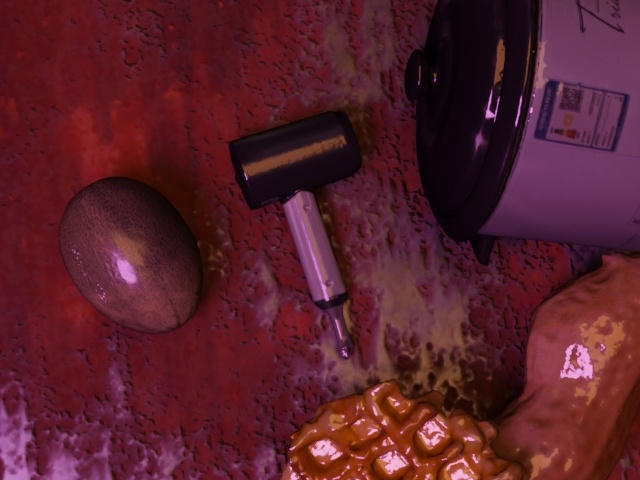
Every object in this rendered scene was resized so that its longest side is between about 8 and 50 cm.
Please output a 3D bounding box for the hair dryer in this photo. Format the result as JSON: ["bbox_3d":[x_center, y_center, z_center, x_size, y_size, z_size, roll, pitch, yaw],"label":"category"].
[{"bbox_3d":[0.000,0.000,0.942,0.100,0.057,0.198,-17,91,-9],"label":"hair dryer"}]

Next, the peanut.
[{"bbox_3d":[0.200,0.119,0.912,0.117,0.101,0.263,29,81,11],"label":"peanut"}]

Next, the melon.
[{"bbox_3d":[-0.144,0.012,0.894,0.098,0.098,0.131,-32,82,-10],"label":"melon"}]

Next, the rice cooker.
[{"bbox_3d":[0.176,-0.111,0.881,0.227,0.241,0.281,6,118,-9],"label":"rice cooker"}]

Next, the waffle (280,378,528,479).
[{"bbox_3d":[0.036,0.226,0.858,0.249,0.056,0.253,-1,92,13],"label":"waffle"}]
